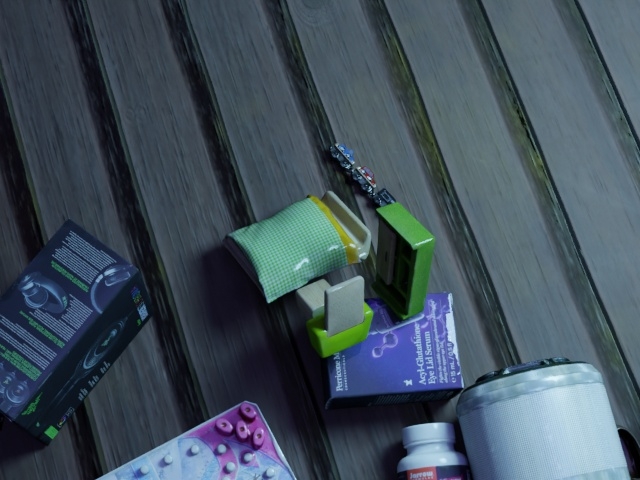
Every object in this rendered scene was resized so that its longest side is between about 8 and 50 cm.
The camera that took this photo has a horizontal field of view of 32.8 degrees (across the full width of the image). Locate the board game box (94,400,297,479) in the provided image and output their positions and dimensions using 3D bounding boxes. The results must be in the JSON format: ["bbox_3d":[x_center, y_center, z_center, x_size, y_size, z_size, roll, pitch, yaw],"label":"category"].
[{"bbox_3d":[-0.181,0.486,1.575,0.389,0.050,0.390,-27,75,-11],"label":"board game box"}]

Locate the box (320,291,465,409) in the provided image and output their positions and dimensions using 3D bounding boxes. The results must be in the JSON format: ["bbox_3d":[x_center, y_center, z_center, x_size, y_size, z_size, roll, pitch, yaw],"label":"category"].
[{"bbox_3d":[0.103,0.171,1.666,0.207,0.108,0.153,-5,73,-6],"label":"box"}]

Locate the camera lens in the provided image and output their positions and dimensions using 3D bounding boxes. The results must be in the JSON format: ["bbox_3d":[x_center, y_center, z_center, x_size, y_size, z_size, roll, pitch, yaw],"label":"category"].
[{"bbox_3d":[0.327,0.320,1.572,0.219,0.219,0.274,-10,73,-7],"label":"camera lens"}]

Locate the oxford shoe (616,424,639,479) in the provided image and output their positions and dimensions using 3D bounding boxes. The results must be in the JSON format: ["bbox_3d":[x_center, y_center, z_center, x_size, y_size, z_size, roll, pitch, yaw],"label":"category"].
[{"bbox_3d":[0.468,0.386,1.626,0.082,0.096,0.227,-18,76,-11],"label":"oxford shoe"}]

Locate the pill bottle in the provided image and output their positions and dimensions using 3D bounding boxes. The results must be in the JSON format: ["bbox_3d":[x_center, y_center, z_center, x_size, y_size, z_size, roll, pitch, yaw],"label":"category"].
[{"bbox_3d":[0.170,0.372,1.604,0.108,0.108,0.194,-4,72,-5],"label":"pill bottle"}]

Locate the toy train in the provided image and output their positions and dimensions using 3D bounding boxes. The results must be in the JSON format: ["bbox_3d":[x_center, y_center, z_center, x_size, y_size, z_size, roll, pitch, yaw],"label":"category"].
[{"bbox_3d":[0.072,-0.103,1.796,0.036,0.027,0.158,-39,78,-18],"label":"toy train"}]

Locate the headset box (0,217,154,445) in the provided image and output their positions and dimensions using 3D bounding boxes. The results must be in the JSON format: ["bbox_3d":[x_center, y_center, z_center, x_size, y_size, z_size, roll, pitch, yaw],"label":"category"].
[{"bbox_3d":[-0.388,0.147,1.569,0.131,0.246,0.283,35,72,8],"label":"headset box"}]

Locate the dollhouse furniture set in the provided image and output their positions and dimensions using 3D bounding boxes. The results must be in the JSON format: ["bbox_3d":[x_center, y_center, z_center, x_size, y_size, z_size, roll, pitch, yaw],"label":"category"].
[{"bbox_3d":[0.000,0.000,1.618,0.197,0.151,0.301,-22,46,-23],"label":"dollhouse furniture set"}]
